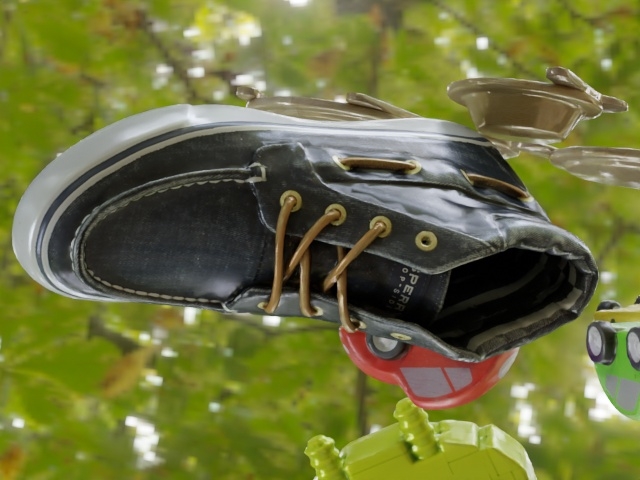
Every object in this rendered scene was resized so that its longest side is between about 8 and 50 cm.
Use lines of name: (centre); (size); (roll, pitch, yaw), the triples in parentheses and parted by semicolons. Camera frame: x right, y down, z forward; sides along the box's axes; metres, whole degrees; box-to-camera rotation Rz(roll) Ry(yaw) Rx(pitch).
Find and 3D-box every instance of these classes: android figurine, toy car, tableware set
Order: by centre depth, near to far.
tableware set: (0.062, -0.042, 0.747); (0.141, 0.168, 0.020); (18, -102, -55)
toy car: (0.149, 0.063, 1.010); (0.239, 0.225, 0.053); (-3, -87, -18)
android figurine: (0.082, 0.229, 1.265); (0.248, 0.056, 0.273); (-22, -76, 10)

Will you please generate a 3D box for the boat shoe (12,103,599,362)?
boat shoe: (0.000, 0.000, 0.625); (0.183, 0.083, 0.065); (-7, -57, -31)
